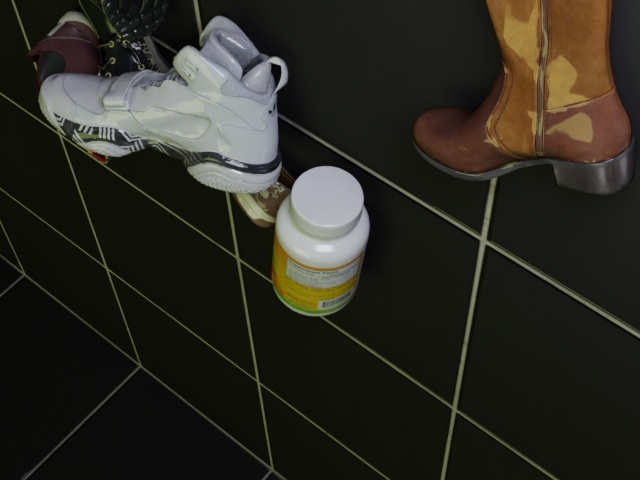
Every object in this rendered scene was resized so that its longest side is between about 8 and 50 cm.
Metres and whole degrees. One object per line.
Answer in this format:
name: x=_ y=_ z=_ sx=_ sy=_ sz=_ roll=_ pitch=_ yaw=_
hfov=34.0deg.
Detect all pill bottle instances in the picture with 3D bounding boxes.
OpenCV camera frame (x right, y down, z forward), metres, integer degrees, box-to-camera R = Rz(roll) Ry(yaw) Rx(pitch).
pill bottle: x=0.000 y=0.000 z=1.539 sx=0.136 sy=0.136 sz=0.246 roll=37 pitch=153 yaw=16

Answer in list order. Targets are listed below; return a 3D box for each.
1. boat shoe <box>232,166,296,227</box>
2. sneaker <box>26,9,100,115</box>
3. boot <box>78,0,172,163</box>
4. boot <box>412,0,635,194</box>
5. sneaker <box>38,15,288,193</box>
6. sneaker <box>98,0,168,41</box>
boat shoe: x=-0.120 y=-0.148 z=1.584 sx=0.095 sy=0.095 sz=0.257 roll=-40 pitch=88 yaw=29
sneaker: x=-0.367 y=-0.227 z=1.713 sx=0.281 sy=0.162 sz=0.106 roll=46 pitch=155 yaw=-1
boot: x=-0.333 y=-0.254 z=1.603 sx=0.085 sy=0.178 sz=0.236 roll=3 pitch=133 yaw=57
boot: x=0.179 y=-0.183 z=1.052 sx=0.264 sy=0.096 sz=0.280 roll=21 pitch=145 yaw=41
sneaker: x=-0.214 y=-0.214 z=1.453 sx=0.365 sy=0.137 sz=0.210 roll=20 pitch=126 yaw=7
sneaker: x=-0.293 y=-0.414 z=1.432 sx=0.124 sy=0.107 sz=0.283 roll=42 pitch=155 yaw=42
